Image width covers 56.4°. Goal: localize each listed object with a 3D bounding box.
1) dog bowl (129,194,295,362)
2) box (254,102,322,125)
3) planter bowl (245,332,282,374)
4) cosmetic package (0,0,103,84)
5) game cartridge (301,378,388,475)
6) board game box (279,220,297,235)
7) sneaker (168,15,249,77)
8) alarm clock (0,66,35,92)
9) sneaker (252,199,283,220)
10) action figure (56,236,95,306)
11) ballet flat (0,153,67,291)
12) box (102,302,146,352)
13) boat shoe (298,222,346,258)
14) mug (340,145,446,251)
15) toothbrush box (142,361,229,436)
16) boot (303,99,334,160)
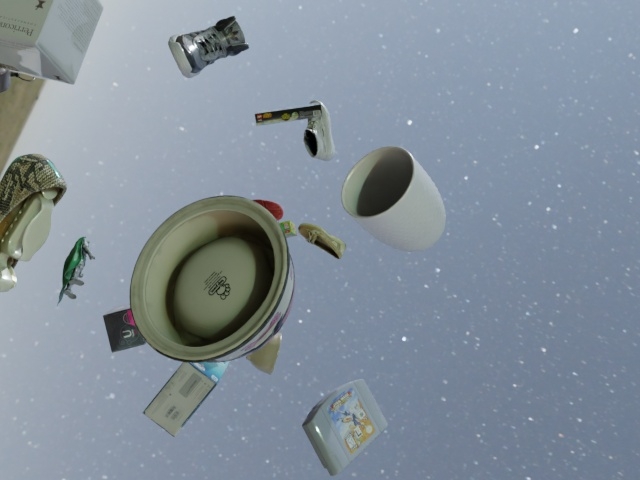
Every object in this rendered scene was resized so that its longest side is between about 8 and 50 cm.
[{"bbox_3d":[-0.240,0.104,1.425,0.407,0.150,0.408,-8,-117,16],"label":"dog bowl"},{"bbox_3d":[-0.068,-0.264,1.243,0.094,0.137,0.027,-115,-164,-74],"label":"box"},{"bbox_3d":[-0.221,0.420,2.283,0.162,0.109,0.162,-163,-90,-82],"label":"planter bowl"},{"bbox_3d":[-0.532,-0.420,1.121,0.151,0.151,0.184,79,24,-76],"label":"cosmetic package"},{"bbox_3d":[0.078,0.554,1.832,0.062,0.297,0.198,-27,-92,41],"label":"game cartridge"},{"bbox_3d":[-0.181,-0.024,2.105,0.181,0.092,0.043,-12,-99,8],"label":"board game box"},{"bbox_3d":[-0.261,-0.471,1.426,0.153,0.101,0.269,-20,-159,11],"label":"sneaker"},{"bbox_3d":[-0.733,-0.376,1.316,0.129,0.192,0.064,57,-46,38],"label":"alarm clock"},{"bbox_3d":[-0.219,-0.052,1.763,0.128,0.221,0.087,97,-16,-69],"label":"sneaker"},{"bbox_3d":[-0.651,0.059,1.604,0.137,0.063,0.232,-52,-151,21],"label":"action figure"},{"bbox_3d":[-0.797,0.011,1.502,0.182,0.164,0.483,41,-80,22],"label":"ballet flat"},{"bbox_3d":[-0.818,0.360,2.559,0.270,0.143,0.165,-165,-118,-81],"label":"box"},{"bbox_3d":[0.000,0.001,1.734,0.048,0.153,0.056,-61,-178,-39],"label":"boat shoe"},{"bbox_3d":[0.236,-0.117,2.039,0.374,0.328,0.276,8,-112,43],"label":"mug"},{"bbox_3d":[-0.409,0.448,1.891,0.216,0.126,0.295,-51,-176,4],"label":"toothbrush box"},{"bbox_3d":[-0.019,-0.449,2.400,0.095,0.123,0.258,-20,-99,31],"label":"boot"}]
